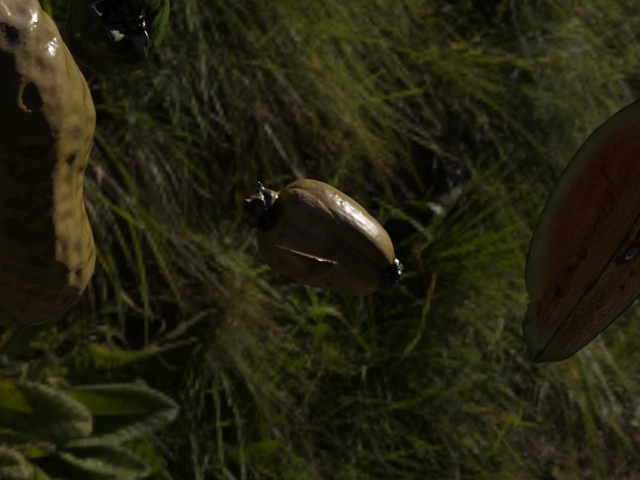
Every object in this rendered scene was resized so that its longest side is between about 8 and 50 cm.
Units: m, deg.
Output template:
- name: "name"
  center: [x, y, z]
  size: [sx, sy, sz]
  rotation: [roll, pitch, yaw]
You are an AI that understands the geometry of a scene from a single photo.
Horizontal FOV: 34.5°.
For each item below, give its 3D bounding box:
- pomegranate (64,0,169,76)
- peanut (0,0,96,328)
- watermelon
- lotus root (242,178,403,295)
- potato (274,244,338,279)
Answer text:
- name: "pomegranate"
  center: [-0.260, -0.291, 1.341]
  size: [0.131, 0.152, 0.191]
  rotation: [13, -2, -19]
- name: "peanut"
  center: [-0.178, -0.044, 0.598]
  size: [0.095, 0.226, 0.108]
  rotation: [21, 38, 29]
- name: "watermelon"
  center: [0.290, -0.030, 1.057]
  size: [0.128, 0.303, 0.159]
  rotation: [41, 25, 30]
- name: "lotus root"
  center: [0.000, 0.000, 1.542]
  size: [0.257, 0.154, 0.140]
  rotation: [31, 7, -4]
- name: "potato"
  center: [-0.022, 0.035, 1.409]
  size: [0.093, 0.036, 0.037]
  rotation: [16, 5, -13]
